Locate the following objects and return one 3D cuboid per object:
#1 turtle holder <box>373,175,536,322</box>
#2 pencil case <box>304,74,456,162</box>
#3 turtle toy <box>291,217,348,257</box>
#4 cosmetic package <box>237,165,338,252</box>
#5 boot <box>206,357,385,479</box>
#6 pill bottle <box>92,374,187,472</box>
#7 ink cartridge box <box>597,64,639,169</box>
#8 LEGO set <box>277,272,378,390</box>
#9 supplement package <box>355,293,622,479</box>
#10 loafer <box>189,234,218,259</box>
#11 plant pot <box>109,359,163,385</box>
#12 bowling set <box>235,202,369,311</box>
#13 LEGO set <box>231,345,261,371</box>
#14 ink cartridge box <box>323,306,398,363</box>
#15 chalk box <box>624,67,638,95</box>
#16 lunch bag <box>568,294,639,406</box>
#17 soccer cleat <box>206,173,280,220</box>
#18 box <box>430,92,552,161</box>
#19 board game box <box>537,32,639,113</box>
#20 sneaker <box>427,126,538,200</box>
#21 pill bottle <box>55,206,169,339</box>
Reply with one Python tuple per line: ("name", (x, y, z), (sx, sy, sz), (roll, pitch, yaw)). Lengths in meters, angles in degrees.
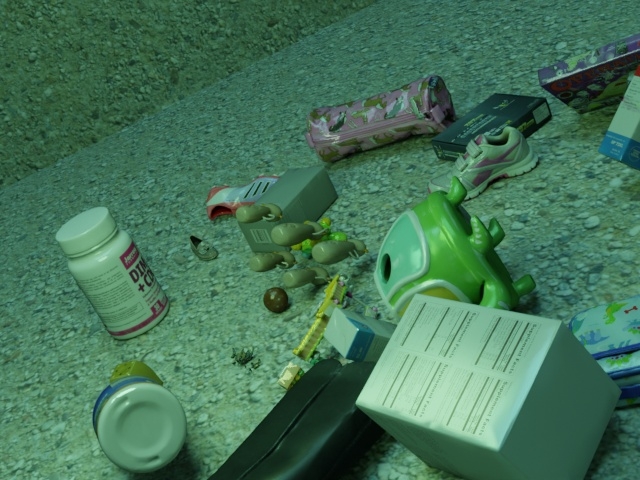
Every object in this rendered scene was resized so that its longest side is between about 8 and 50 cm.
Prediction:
("turtle holder", (0.234, 0.074, 1.718), (0.227, 0.243, 0.320), (-36, 64, 14))
("pencil case", (0.154, -0.311, 2.531), (0.386, 0.167, 0.160), (-11, 65, 28))
("turtle toy", (0.000, 0.000, 2.196), (0.130, 0.066, 0.095), (-9, 33, 31))
("cosmetic package", (-0.077, -0.079, 2.374), (0.127, 0.107, 0.238), (0, 34, 42))
("boot", (-0.125, 0.351, 1.576), (0.367, 0.146, 0.445), (11, 47, 40))
("pill bottle", (-0.332, 0.323, 1.756), (0.152, 0.152, 0.272), (-34, 6, -16))
("ink cartridge box", (0.647, -0.244, 1.857), (0.231, 0.134, 0.078), (-67, 25, 10))
("LEGO set", (0.028, 0.178, 1.854), (0.132, 0.107, 0.287), (-50, 9, 46))
("supplement package", (0.236, 0.223, 1.374), (0.263, 0.199, 0.198), (8, 61, 49))
("loafer", (-0.302, 0.017, 2.466), (0.045, 0.039, 0.125), (-35, 27, -19))
("plant pot", (-0.385, 0.293, 1.988), (0.081, 0.083, 0.081), (-16, 29, 19))
("bowling set", (-0.062, 0.045, 2.095), (0.287, 0.200, 0.154), (30, 22, 30))
("LEGO set", (-0.150, 0.240, 1.952), (0.054, 0.023, 0.083), (-31, 40, -4))
("ink cartridge box", (0.109, 0.182, 1.710), (0.060, 0.180, 0.104), (-67, 27, 9))
("chalk box", (0.746, -0.292, 1.989), (0.213, 0.132, 0.132), (-11, 29, 27))
("lunch bag", (0.486, 0.159, 1.450), (0.219, 0.090, 0.176), (-16, 31, 22))
("soccer cleat", (-0.191, -0.110, 2.578), (0.248, 0.083, 0.095), (-8, 61, 24))
("box", (0.406, -0.267, 2.327), (0.233, 0.059, 0.183), (-36, 27, -20))
("board game box", (0.671, -0.372, 2.095), (0.347, 0.208, 0.056), (-16, 64, 37))
("sneaker", (0.347, -0.176, 2.154), (0.252, 0.111, 0.103), (-26, 26, 1))
("pill bottle", (-0.481, 0.074, 2.247), (0.160, 0.283, 0.160), (-21, 27, 11))
